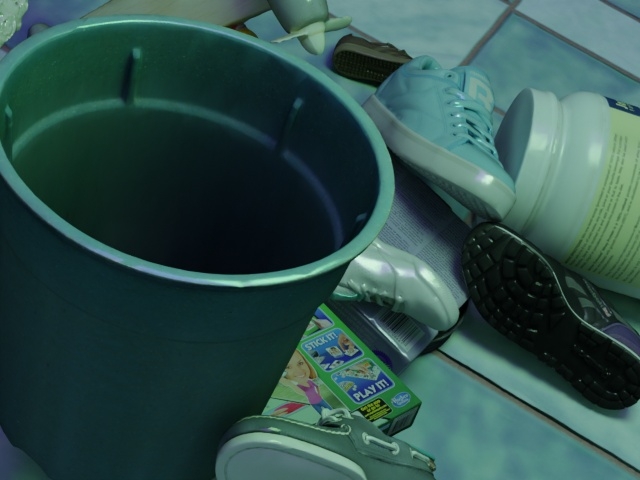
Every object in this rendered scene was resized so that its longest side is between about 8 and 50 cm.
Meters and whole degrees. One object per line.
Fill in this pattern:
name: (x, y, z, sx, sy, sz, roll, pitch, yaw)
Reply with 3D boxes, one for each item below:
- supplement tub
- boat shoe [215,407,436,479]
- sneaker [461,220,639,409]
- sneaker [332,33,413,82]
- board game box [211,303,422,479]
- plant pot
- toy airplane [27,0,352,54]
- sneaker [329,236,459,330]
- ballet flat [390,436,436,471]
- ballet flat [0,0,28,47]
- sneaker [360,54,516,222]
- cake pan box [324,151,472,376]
supplement tub: (0.385, -0.053, 1.787, 0.324, 0.235, 0.235, 17, 43, -7)
boat shoe: (0.012, 0.211, 1.290, 0.319, 0.116, 0.099, 31, 36, -44)
sneaker: (0.282, 0.078, 1.695, 0.283, 0.107, 0.124, 45, 27, -8)
sneaker: (0.112, -0.252, 1.998, 0.188, 0.066, 0.071, 21, 41, -2)
board game box: (-0.080, 0.163, 1.416, 0.317, 0.046, 0.213, -22, 56, -39)
plant pot: (-0.145, 0.033, 1.239, 0.341, 0.334, 0.341, 11, 41, -10)
toy airplane: (-0.168, -0.248, 1.638, 0.384, 0.386, 0.272, 22, 30, 0)
sneaker: (0.053, 0.044, 1.560, 0.212, 0.080, 0.094, 39, 60, 8)
ballet flat: (0.020, 0.222, 1.490, 0.206, 0.073, 0.067, 23, 67, 4)
ballet flat: (-0.463, -0.217, 1.525, 0.147, 0.147, 0.409, 31, 52, 9)
sneaker: (0.163, -0.151, 1.755, 0.135, 0.150, 0.366, 33, 9, -32)
cake pan box: (0.068, 0.014, 1.679, 0.267, 0.070, 0.246, 43, 47, 5)
